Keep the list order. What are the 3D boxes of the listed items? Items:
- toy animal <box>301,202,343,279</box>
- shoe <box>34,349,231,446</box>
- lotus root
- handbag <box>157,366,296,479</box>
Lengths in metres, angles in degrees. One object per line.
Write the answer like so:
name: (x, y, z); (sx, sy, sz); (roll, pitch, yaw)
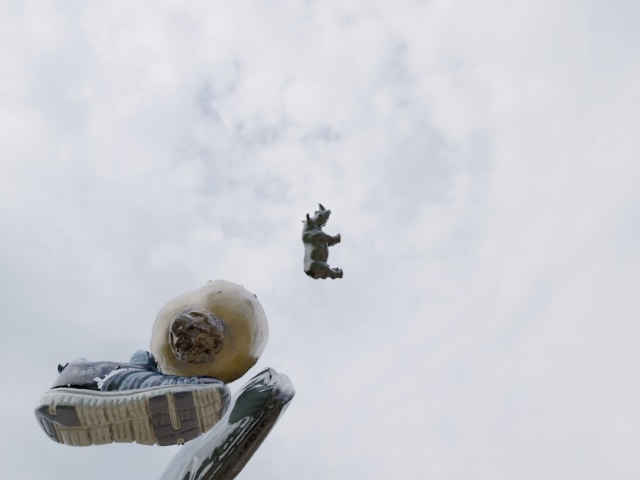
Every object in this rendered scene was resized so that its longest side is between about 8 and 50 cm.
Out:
toy animal: (0.000, 0.000, 0.886); (0.065, 0.047, 0.136); (3, -107, -14)
shoe: (-0.205, 0.169, 0.611); (0.207, 0.106, 0.091); (2, -53, -3)
lotus root: (-0.157, 0.140, 0.786); (0.169, 0.343, 0.151); (-26, -95, -10)
handbag: (-0.165, 0.326, 0.793); (0.075, 0.191, 0.332); (44, -98, -6)
